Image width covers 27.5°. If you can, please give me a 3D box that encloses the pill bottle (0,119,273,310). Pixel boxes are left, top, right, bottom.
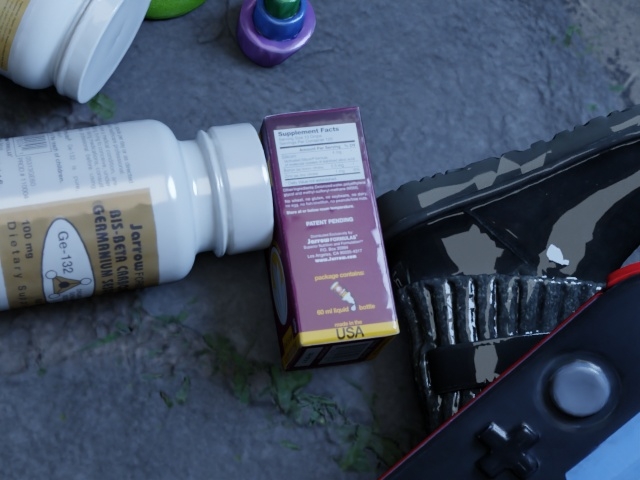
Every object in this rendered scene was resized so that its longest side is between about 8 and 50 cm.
[{"bbox_3d":[-0.159,-0.025,1.016,0.229,0.131,0.131,-9,76,-13],"label":"pill bottle"}]

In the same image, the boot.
[{"bbox_3d":[0.224,0.050,1.054,0.348,0.131,0.260,-18,72,0],"label":"boot"}]

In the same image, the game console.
[{"bbox_3d":[0.251,0.235,0.935,0.386,0.060,0.342,45,103,-6],"label":"game console"}]

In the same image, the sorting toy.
[{"bbox_3d":[-0.157,-0.281,1.096,0.366,0.126,0.127,34,71,2],"label":"sorting toy"}]

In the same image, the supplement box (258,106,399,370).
[{"bbox_3d":[0.000,0.000,1.051,0.081,0.104,0.188,-7,75,-12],"label":"supplement box"}]

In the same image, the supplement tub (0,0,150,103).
[{"bbox_3d":[-0.248,-0.211,1.048,0.200,0.144,0.144,30,71,-1],"label":"supplement tub"}]
